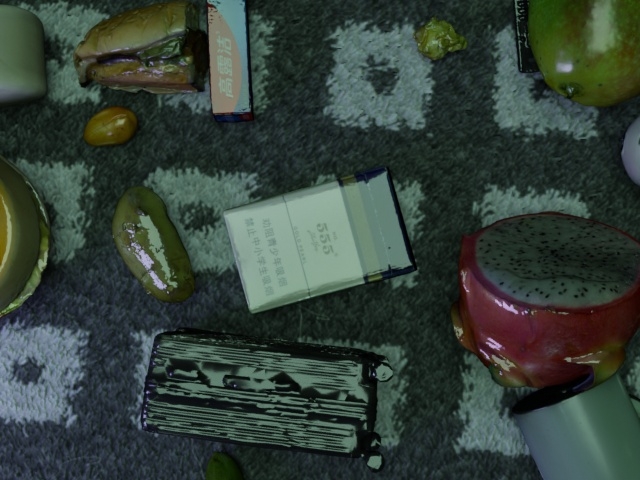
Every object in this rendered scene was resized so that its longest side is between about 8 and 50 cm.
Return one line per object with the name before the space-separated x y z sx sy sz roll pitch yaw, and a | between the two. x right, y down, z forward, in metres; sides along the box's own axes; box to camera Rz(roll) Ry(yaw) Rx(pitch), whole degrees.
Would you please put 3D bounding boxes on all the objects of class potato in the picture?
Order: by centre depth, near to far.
potato | -0.250 0.010 1.632 0.105 0.085 0.188 -34 84 40

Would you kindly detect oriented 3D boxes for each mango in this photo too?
mango | 0.415 -0.371 1.566 0.225 0.201 0.382 10 73 -2
mango | -0.322 -0.172 1.663 0.089 0.046 0.060 -24 87 6

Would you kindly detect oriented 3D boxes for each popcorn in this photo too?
popcorn | 0.180 -0.305 1.641 0.083 0.068 0.059 -4 66 -22

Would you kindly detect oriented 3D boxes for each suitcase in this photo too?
suitcase | -0.071 0.218 1.539 0.335 0.229 0.152 7 87 3

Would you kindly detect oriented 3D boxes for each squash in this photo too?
squash | -0.132 0.442 1.613 0.069 0.069 0.258 -5 87 3

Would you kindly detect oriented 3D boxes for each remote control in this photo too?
remote control | 0.321 -0.376 1.653 0.063 0.025 0.245 -4 87 4

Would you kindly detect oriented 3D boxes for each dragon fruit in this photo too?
dragon fruit | 0.315 0.098 1.520 0.290 0.290 0.189 1 118 3

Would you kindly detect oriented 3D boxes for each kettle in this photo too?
kettle | 0.417 0.308 1.559 0.221 0.161 0.236 -22 86 -29

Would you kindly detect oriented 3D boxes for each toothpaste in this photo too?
toothpaste | -0.141 -0.343 1.648 0.066 0.076 0.320 -4 88 0

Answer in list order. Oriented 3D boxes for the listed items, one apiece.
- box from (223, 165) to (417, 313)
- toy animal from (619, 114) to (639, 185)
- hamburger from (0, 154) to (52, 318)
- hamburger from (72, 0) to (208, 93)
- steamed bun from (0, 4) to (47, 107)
box | 0.000 0.000 1.626 0.259 0.071 0.168 -14 87 2
toy animal | 0.514 -0.108 1.573 0.166 0.138 0.179 -34 91 -16
hamburger | -0.544 0.000 1.600 0.300 0.176 0.300 0 88 4
hamburger | -0.277 -0.296 1.623 0.207 0.155 0.135 2 83 10
steamed bun | -0.538 -0.269 1.621 0.241 0.164 0.146 -5 88 1
